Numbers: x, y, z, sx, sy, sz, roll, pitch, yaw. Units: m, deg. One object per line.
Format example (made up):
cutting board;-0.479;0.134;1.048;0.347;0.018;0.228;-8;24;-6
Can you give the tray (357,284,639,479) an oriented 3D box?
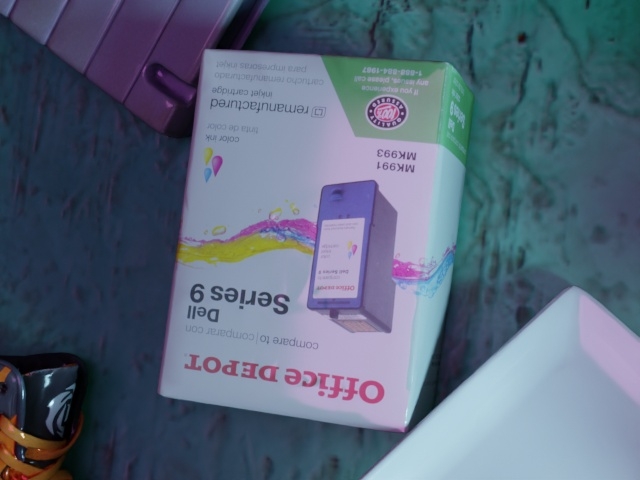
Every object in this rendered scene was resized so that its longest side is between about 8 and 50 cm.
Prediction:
tray;0.104;0.151;0.571;0.270;0.030;0.145;-37;71;-26

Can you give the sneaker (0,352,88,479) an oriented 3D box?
sneaker;-0.170;0.173;0.660;0.321;0.124;0.180;26;92;17

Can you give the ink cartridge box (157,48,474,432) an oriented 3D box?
ink cartridge box;0.000;0.000;0.647;0.154;0.093;0.212;7;88;16

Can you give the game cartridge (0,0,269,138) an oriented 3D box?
game cartridge;-0.089;-0.276;0.698;0.230;0.068;0.355;38;106;21
